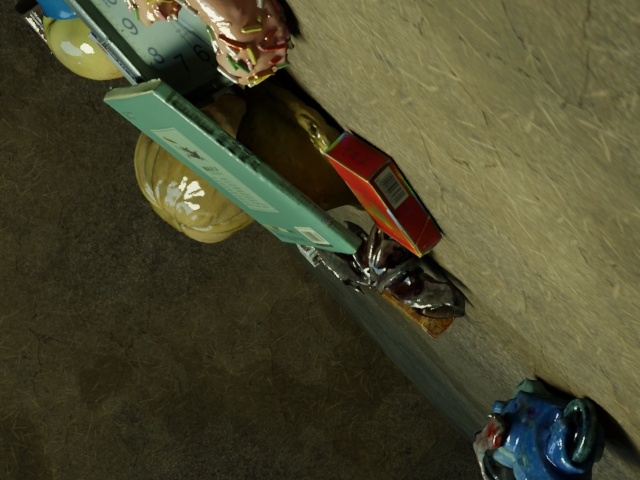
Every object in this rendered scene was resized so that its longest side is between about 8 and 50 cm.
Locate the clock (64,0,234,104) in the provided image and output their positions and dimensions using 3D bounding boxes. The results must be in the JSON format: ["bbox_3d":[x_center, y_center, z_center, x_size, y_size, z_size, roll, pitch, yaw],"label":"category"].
[{"bbox_3d":[-0.210,-0.311,1.484,0.273,0.049,0.279,-15,123,49],"label":"clock"}]

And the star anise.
[{"bbox_3d":[0.116,0.048,1.817,0.283,0.129,0.212,26,167,50],"label":"star anise"}]

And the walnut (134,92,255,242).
[{"bbox_3d":[-0.204,-0.139,2.064,0.285,0.285,0.296,45,164,13],"label":"walnut"}]

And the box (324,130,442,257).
[{"bbox_3d":[0.089,-0.063,1.533,0.112,0.048,0.175,38,170,47],"label":"box"}]

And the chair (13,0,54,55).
[{"bbox_3d":[-0.640,-0.588,2.558,0.326,0.183,0.175,48,174,-32],"label":"chair"}]

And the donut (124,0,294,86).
[{"bbox_3d":[-0.142,-0.281,1.301,0.233,0.085,0.199,33,158,19],"label":"donut"}]

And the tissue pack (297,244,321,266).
[{"bbox_3d":[0.000,0.000,2.441,0.059,0.094,0.074,45,172,23],"label":"tissue pack"}]

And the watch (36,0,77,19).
[{"bbox_3d":[-0.422,-0.457,1.806,0.171,0.196,0.200,45,-173,-49],"label":"watch"}]

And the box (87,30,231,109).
[{"bbox_3d":[-0.235,-0.302,1.736,0.200,0.106,0.299,48,165,-14],"label":"box"}]

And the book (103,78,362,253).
[{"bbox_3d":[-0.136,-0.104,1.636,0.379,0.031,0.264,39,167,-24],"label":"book"}]

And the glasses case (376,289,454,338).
[{"bbox_3d":[0.162,0.096,2.003,0.049,0.075,0.218,48,174,-34],"label":"glasses case"}]

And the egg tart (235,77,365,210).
[{"bbox_3d":[-0.033,-0.129,1.677,0.288,0.118,0.288,44,171,9],"label":"egg tart"}]

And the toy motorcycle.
[{"bbox_3d":[0.363,0.349,1.745,0.319,0.182,0.241,-172,66,-82],"label":"toy motorcycle"}]

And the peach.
[{"bbox_3d":[-0.373,-0.379,1.979,0.232,0.232,0.232,46,175,6],"label":"peach"}]
